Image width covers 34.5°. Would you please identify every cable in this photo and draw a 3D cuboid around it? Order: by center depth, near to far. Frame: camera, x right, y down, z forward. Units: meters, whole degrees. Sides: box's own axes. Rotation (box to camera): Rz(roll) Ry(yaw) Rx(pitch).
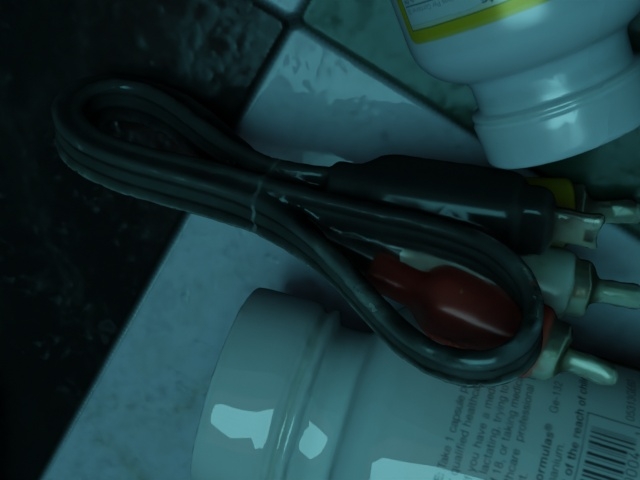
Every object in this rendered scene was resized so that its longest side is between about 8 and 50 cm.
[{"bbox_3d":[0.000,0.000,0.462,0.287,0.139,0.072,10,137,14],"label":"cable"}]

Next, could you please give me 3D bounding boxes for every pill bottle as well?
[{"bbox_3d":[0.070,-0.127,0.408,0.103,0.103,0.184,-18,106,19],"label":"pill bottle"},{"bbox_3d":[0.064,0.102,0.480,0.229,0.131,0.131,16,113,7],"label":"pill bottle"}]
